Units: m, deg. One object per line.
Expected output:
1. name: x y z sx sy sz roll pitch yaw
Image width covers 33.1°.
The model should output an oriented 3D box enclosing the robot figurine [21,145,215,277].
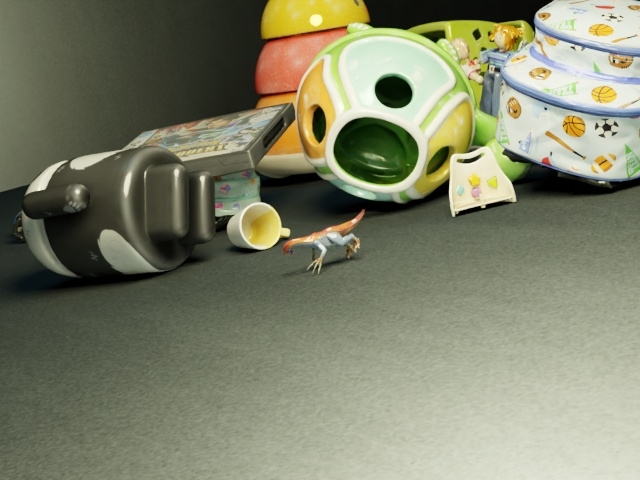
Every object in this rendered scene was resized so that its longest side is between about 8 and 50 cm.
1. robot figurine: -0.276 -0.040 1.465 0.278 0.209 0.174 -6 43 31

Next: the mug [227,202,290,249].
1. mug: -0.090 -0.011 1.457 0.064 0.078 0.062 -12 39 58

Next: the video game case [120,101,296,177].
1. video game case: -0.197 -0.141 1.661 0.274 0.035 0.248 -9 20 18

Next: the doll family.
1. doll family: 0.293 -0.244 1.657 0.118 0.163 0.263 -12 26 -39

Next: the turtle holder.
1. turtle holder: 0.114 -0.147 1.523 0.243 0.320 0.227 -45 13 25

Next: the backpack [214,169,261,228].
1. backpack: -0.178 -0.076 1.707 0.182 0.115 0.152 2 15 43

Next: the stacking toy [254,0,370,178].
1. stacking toy: -0.006 -0.377 2.038 0.350 0.480 0.350 -9 13 2

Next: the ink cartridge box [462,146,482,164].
1. ink cartridge box: 0.221 -0.154 1.796 0.189 0.066 0.232 -8 16 27

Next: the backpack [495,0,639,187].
1. backpack: 0.352 -0.186 1.353 0.276 0.213 0.263 16 40 33

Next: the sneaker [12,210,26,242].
1. sneaker: -0.571 -0.031 2.090 0.152 0.058 0.084 5 11 40

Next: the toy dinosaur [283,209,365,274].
1. toy dinosaur: 0.000 0.000 1.239 0.082 0.090 0.047 16 -14 -16

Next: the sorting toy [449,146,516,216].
1. sorting toy: 0.197 -0.078 1.366 0.083 0.075 0.045 -13 11 -3

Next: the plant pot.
1. plant pot: 0.314 -0.336 2.187 0.207 0.227 0.228 -10 9 -17
